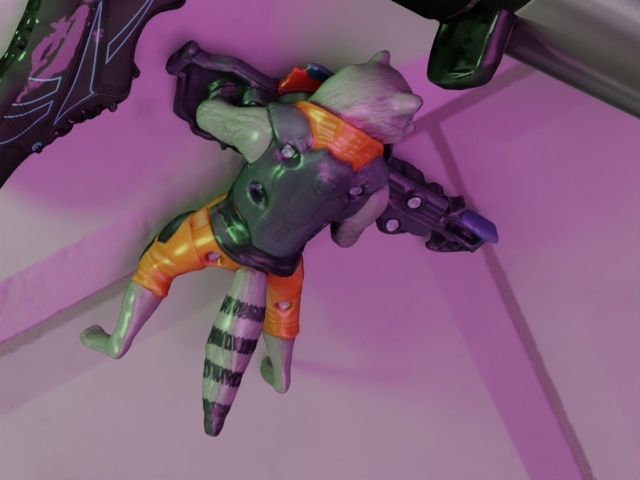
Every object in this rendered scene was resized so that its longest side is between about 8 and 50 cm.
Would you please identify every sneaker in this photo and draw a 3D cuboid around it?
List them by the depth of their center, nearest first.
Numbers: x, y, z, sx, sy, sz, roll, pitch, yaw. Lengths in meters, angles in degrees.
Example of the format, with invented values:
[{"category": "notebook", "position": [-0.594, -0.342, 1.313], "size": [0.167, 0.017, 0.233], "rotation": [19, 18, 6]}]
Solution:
[{"category": "sneaker", "position": [-0.207, -0.120, 0.957], "size": [0.106, 0.101, 0.267], "rotation": [29, 103, -25]}]

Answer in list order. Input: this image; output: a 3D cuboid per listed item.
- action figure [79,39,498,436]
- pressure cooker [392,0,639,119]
[{"category": "action figure", "position": [0.000, 0.000, 1.023], "size": [0.341, 0.178, 0.330], "rotation": [21, 115, -19]}, {"category": "pressure cooker", "position": [0.229, -0.288, 0.840], "size": [0.420, 0.370, 0.375], "rotation": [21, 134, -19]}]
